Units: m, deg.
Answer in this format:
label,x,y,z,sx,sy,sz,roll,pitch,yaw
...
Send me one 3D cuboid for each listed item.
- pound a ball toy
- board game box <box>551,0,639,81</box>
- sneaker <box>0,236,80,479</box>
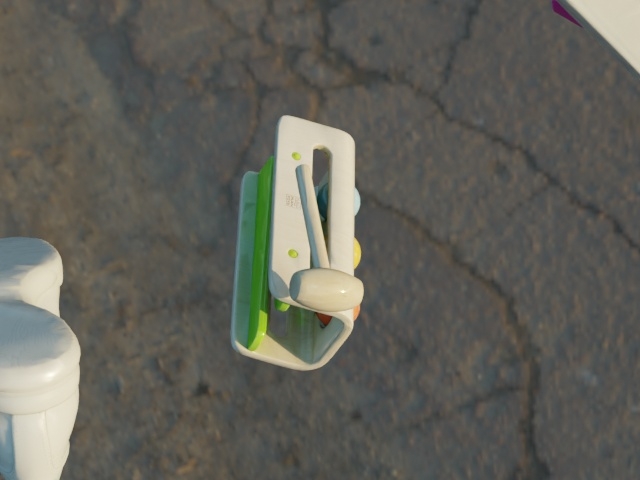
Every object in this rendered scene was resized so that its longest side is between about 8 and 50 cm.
label,x,y,z,sx,sy,sz,roll,pitch,yaw
pound a ball toy,0.000,0.000,1.736,0.135,0.208,0.319,16,48,-19
board game box,0.118,-0.246,0.314,0.050,0.390,0.390,33,97,24
sneaker,-0.166,0.064,0.785,0.080,0.094,0.212,-7,21,-13
